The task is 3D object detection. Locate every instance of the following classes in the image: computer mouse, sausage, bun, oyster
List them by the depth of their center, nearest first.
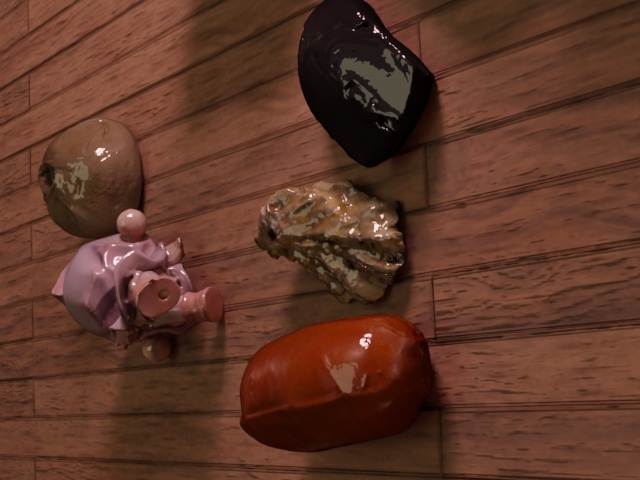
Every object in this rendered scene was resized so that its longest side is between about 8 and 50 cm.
[{"bbox_3d":[0.007,0.140,1.208,0.258,0.133,0.133,-23,69,53],"label":"sausage"},{"bbox_3d":[0.029,-0.170,1.239,0.217,0.073,0.122,55,130,40],"label":"computer mouse"},{"bbox_3d":[0.005,-0.006,1.269,0.209,0.072,0.133,41,124,46],"label":"oyster"},{"bbox_3d":[-0.324,-0.087,1.712,0.173,0.113,0.166,12,97,53],"label":"bun"}]

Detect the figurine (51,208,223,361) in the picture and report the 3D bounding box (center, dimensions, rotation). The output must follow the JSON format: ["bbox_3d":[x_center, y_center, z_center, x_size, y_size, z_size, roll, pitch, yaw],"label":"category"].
[{"bbox_3d":[-0.231,0.064,1.552,0.276,0.133,0.200,5,109,57],"label":"figurine"}]
